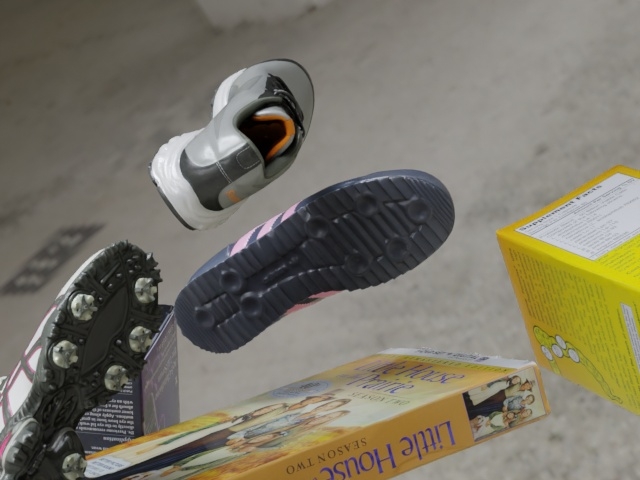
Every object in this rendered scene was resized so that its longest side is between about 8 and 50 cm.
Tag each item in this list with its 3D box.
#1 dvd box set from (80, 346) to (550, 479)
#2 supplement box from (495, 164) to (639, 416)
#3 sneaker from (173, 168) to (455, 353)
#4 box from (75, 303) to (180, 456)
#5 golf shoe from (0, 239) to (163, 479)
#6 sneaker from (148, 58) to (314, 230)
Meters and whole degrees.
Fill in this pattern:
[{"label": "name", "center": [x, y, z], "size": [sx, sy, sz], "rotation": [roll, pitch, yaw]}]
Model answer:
[{"label": "dvd box set", "center": [-0.034, 0.198, 1.637], "size": [0.420, 0.062, 0.308], "rotation": [-18, 7, -23]}, {"label": "supplement box", "center": [0.389, 0.068, 1.903], "size": [0.194, 0.195, 0.356], "rotation": [-28, 24, -19]}, {"label": "sneaker", "center": [0.000, 0.000, 1.690], "size": [0.319, 0.112, 0.131], "rotation": [-24, 14, 26]}, {"label": "box", "center": [-0.220, 0.189, 1.825], "size": [0.108, 0.207, 0.153], "rotation": [3, 23, 9]}, {"label": "golf shoe", "center": [-0.234, 0.118, 1.469], "size": [0.120, 0.105, 0.272], "rotation": [10, 70, 48]}, {"label": "sneaker", "center": [-0.050, -0.097, 1.523], "size": [0.108, 0.100, 0.271], "rotation": [-27, 15, 28]}]
